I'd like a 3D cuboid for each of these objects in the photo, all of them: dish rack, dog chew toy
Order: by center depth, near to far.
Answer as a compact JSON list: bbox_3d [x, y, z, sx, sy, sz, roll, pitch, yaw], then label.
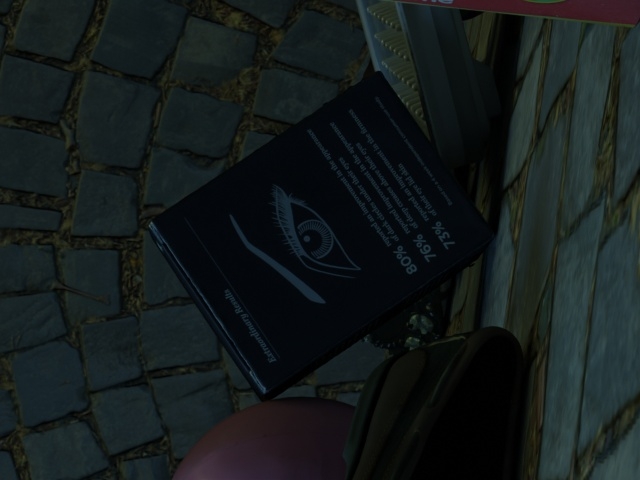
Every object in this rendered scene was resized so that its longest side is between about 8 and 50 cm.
[{"bbox_3d":[-0.010,0.260,1.122,0.332,0.206,0.207,-93,9,-55],"label":"dog chew toy"},{"bbox_3d":[0.067,-0.221,1.349,0.285,0.072,0.333,-119,13,-76],"label":"dish rack"}]

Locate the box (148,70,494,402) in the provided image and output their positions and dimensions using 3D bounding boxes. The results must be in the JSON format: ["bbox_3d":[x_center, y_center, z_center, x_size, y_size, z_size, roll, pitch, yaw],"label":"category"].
[{"bbox_3d":[0.000,0.000,1.223,0.153,0.207,0.108,56,174,7],"label":"box"}]

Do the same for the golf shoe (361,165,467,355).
[{"bbox_3d":[0.091,0.016,1.549,0.120,0.105,0.273,-60,-8,-32],"label":"golf shoe"}]

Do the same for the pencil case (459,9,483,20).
[{"bbox_3d":[0.126,-0.295,1.455,0.236,0.104,0.104,96,-177,-60],"label":"pencil case"}]

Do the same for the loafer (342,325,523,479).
[{"bbox_3d":[0.052,0.152,0.823,0.084,0.096,0.267,-37,30,40],"label":"loafer"}]

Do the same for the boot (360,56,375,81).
[{"bbox_3d":[0.034,-0.090,1.556,0.090,0.207,0.248,37,150,46],"label":"boot"}]

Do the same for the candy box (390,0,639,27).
[{"bbox_3d":[0.023,-0.260,0.680,0.122,0.268,0.317,88,-170,-67],"label":"candy box"}]
